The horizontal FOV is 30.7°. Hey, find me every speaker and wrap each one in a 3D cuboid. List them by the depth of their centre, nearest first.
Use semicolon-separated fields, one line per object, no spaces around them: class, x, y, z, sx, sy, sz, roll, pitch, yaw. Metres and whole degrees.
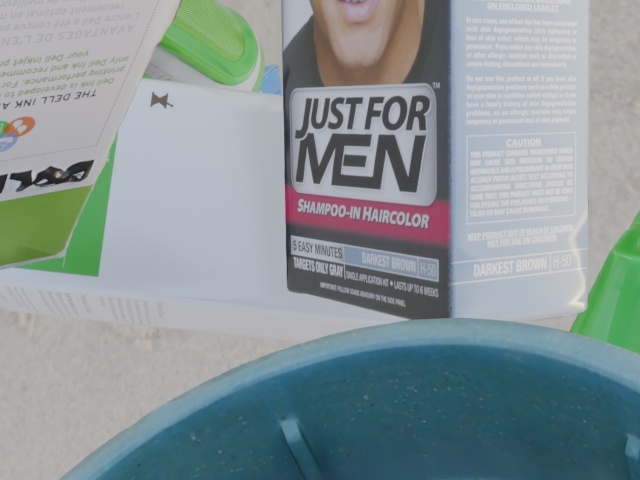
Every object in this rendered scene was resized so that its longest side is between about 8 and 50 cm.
speaker;-0.165;-0.204;1.095;0.131;0.131;0.296;-41;156;12

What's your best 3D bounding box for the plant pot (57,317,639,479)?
plant pot;0.051;0.268;0.467;0.341;0.341;0.334;-22;123;2

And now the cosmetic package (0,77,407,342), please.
cosmetic package;-0.095;-0.022;1.021;0.365;0.155;0.197;5;76;-4

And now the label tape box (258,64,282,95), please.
label tape box;-0.226;-0.130;1.399;0.333;0.241;0.106;-3;107;11

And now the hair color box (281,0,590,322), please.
hair color box;0.066;-0.146;0.724;0.113;0.185;0.375;-4;97;-32

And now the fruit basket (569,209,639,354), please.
fruit basket;0.393;0.133;1.155;0.282;0.392;0.392;19;118;24

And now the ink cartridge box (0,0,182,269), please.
ink cartridge box;-0.146;-0.082;0.350;0.188;0.097;0.255;-14;153;-37
